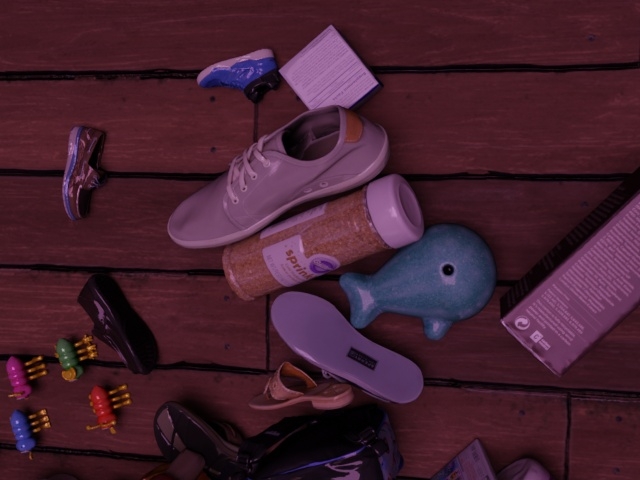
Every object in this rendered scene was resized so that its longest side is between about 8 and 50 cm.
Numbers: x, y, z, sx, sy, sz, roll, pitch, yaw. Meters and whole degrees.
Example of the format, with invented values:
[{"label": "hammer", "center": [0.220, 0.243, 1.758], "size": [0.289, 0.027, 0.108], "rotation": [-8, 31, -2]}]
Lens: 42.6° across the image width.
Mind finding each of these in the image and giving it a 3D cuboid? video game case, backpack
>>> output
[{"label": "video game case", "center": [0.249, 0.444, 1.453], "size": [0.019, 0.157, 0.143], "rotation": [41, 103, -17]}, {"label": "backpack", "center": [0.028, 0.400, 1.439], "size": [0.277, 0.263, 0.213], "rotation": [-14, 99, 19]}]

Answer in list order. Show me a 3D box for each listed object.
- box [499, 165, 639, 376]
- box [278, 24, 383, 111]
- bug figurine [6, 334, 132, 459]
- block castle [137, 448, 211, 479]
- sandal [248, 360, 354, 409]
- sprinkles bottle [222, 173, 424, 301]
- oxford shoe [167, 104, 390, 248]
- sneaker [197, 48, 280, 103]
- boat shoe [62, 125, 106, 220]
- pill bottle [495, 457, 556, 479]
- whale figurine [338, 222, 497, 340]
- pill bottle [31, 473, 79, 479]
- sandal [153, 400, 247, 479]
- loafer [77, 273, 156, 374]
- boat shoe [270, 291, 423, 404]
[{"label": "box", "center": [0.475, 0.031, 1.345], "size": [0.143, 0.191, 0.381], "rotation": [43, 103, 4]}, {"label": "box", "center": [0.020, -0.288, 1.464], "size": [0.126, 0.072, 0.137], "rotation": [-39, 87, 13]}, {"label": "bug figurine", "center": [-0.531, 0.313, 1.642], "size": [0.279, 0.072, 0.216], "rotation": [-19, 92, 13]}, {"label": "block castle", "center": [-0.269, 0.645, 1.508], "size": [0.303, 0.213, 0.453], "rotation": [-27, 98, 23]}, {"label": "sandal", "center": [-0.045, 0.256, 1.496], "size": [0.240, 0.088, 0.079], "rotation": [-9, 103, 41]}, {"label": "sprinkles bottle", "center": [0.000, 0.000, 1.438], "size": [0.356, 0.121, 0.121], "rotation": [-22, 91, 26]}, {"label": "oxford shoe", "center": [-0.097, -0.116, 1.432], "size": [0.450, 0.130, 0.169], "rotation": [-22, 50, 24]}, {"label": "sneaker", "center": [-0.148, -0.287, 1.506], "size": [0.152, 0.058, 0.084], "rotation": [-17, 84, 6]}, {"label": "boat shoe", "center": [-0.451, -0.127, 1.581], "size": [0.066, 0.066, 0.183], "rotation": [6, 97, 10]}, {"label": "pill bottle", "center": [0.414, 0.541, 1.421], "size": [0.169, 0.169, 0.301], "rotation": [-44, 86, 13]}, {"label": "whale figurine", "center": [0.169, 0.069, 1.418], "size": [0.272, 0.141, 0.216], "rotation": [-15, 83, 4]}, {"label": "pill bottle", "center": [-0.557, 0.549, 1.569], "size": [0.152, 0.272, 0.152], "rotation": [1, 96, 11]}, {"label": "sandal", "center": [-0.189, 0.409, 1.579], "size": [0.303, 0.086, 0.120], "rotation": [35, 115, -10]}, {"label": "loafer", "center": [-0.399, 0.171, 1.604], "size": [0.078, 0.080, 0.220], "rotation": [-34, 83, 23]}, {"label": "boat shoe", "center": [0.041, 0.201, 1.494], "size": [0.306, 0.105, 0.113], "rotation": [27, 69, -2]}]
